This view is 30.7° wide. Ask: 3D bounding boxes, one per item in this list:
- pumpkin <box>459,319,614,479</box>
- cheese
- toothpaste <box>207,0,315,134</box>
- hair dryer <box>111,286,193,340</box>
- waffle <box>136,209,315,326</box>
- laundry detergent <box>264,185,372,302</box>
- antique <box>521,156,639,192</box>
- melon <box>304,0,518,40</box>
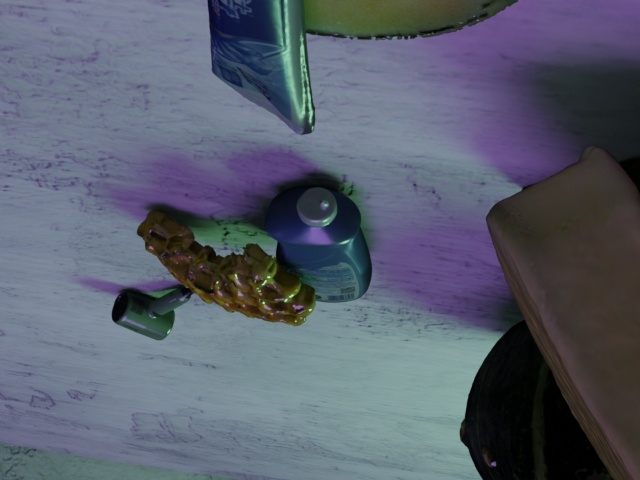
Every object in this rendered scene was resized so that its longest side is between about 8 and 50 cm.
[{"bbox_3d":[0.316,0.207,1.269,0.323,0.241,0.323,11,159,4],"label":"pumpkin"},{"bbox_3d":[0.233,0.106,0.804,0.104,0.384,0.384,-30,152,4],"label":"cheese"},{"bbox_3d":[-0.035,-0.135,0.632,0.069,0.047,0.268,3,160,1],"label":"toothpaste"},{"bbox_3d":[-0.192,0.080,1.439,0.071,0.047,0.150,24,149,-33],"label":"hair dryer"},{"bbox_3d":[-0.093,0.033,1.157,0.194,0.051,0.149,12,156,49],"label":"waffle"},{"bbox_3d":[0.000,0.001,1.107,0.096,0.061,0.206,16,161,9],"label":"laundry detergent"},{"bbox_3d":[0.262,-0.016,0.924,0.081,0.080,0.221,24,155,-33],"label":"antique"},{"bbox_3d":[0.025,-0.166,0.649,0.209,0.064,0.118,5,161,17],"label":"melon"}]
